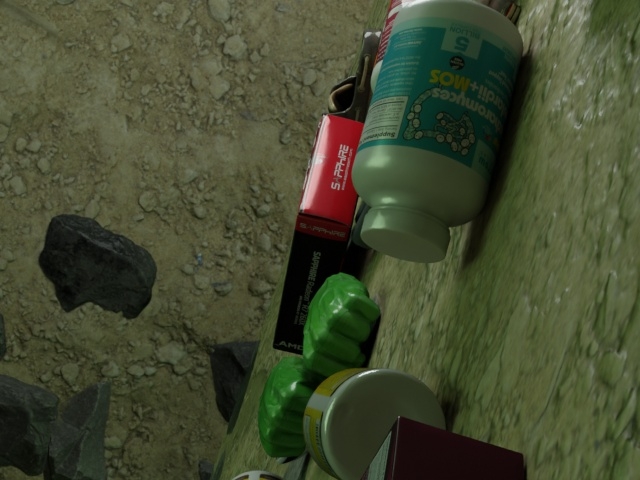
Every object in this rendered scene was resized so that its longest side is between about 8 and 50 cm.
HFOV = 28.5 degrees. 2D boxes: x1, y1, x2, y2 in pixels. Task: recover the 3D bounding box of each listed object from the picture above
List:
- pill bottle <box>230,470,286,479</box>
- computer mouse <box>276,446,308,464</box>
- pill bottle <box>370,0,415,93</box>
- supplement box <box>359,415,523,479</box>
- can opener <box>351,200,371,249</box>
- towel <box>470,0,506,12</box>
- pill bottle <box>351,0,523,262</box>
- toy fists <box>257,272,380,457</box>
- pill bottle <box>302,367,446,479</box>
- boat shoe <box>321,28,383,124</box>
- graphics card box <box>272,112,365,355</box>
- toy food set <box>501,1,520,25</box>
[{"bbox_3d":[-0.096,0.436,1.801,0.215,0.117,0.117,-83,12,-62],"label":"pill bottle"},{"bbox_3d":[-0.015,0.271,1.931,0.106,0.042,0.193,-89,23,-54],"label":"computer mouse"},{"bbox_3d":[0.134,-0.237,1.681,0.121,0.121,0.221,119,168,-60],"label":"pill bottle"},{"bbox_3d":[0.071,0.230,0.965,0.080,0.104,0.188,-78,9,-47],"label":"supplement box"},{"bbox_3d":[0.085,-0.103,1.846,0.283,0.095,0.076,115,171,-48],"label":"can opener"},{"bbox_3d":[0.196,-0.477,1.521,0.317,0.053,0.331,118,144,-47],"label":"towel"},{"bbox_3d":[0.119,-0.114,1.341,0.146,0.146,0.264,127,159,-72],"label":"pill bottle"},{"bbox_3d":[-0.005,0.182,1.775,0.279,0.096,0.142,-59,7,16],"label":"toy fists"},{"bbox_3d":[0.046,0.186,1.259,0.208,0.119,0.119,147,140,-80],"label":"pill bottle"},{"bbox_3d":[0.072,-0.225,2.156,0.132,0.130,0.355,-79,10,-51],"label":"boat shoe"},{"bbox_3d":[0.000,0.000,2.117,0.371,0.094,0.232,104,179,-49],"label":"graphics card box"},{"bbox_3d":[0.209,-0.226,1.475,0.122,0.019,0.078,-65,6,-6],"label":"toy food set"}]
